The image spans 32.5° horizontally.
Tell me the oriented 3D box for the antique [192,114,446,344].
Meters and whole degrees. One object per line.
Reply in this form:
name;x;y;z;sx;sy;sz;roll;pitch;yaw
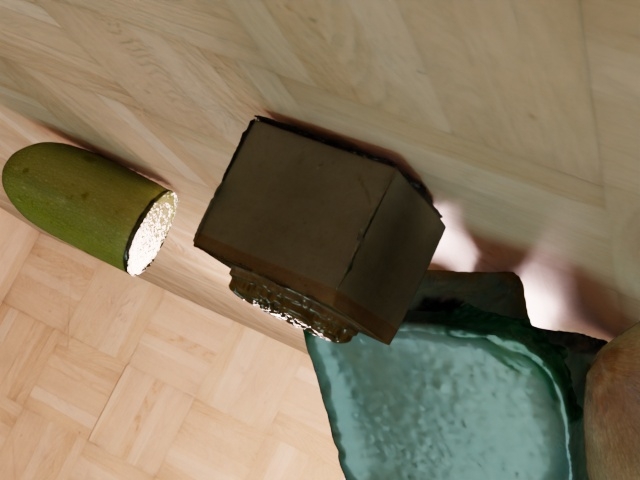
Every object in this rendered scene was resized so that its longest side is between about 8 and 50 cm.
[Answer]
antique;0.000;0.000;0.921;0.146;0.148;0.152;23;172;29

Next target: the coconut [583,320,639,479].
coconut;0.278;0.136;0.731;0.234;0.224;0.224;16;173;-15

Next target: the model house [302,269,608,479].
model house;0.170;0.117;1.083;0.280;0.249;0.230;4;119;37

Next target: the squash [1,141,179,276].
squash;-0.330;-0.058;1.500;0.247;0.132;0.132;24;170;13
